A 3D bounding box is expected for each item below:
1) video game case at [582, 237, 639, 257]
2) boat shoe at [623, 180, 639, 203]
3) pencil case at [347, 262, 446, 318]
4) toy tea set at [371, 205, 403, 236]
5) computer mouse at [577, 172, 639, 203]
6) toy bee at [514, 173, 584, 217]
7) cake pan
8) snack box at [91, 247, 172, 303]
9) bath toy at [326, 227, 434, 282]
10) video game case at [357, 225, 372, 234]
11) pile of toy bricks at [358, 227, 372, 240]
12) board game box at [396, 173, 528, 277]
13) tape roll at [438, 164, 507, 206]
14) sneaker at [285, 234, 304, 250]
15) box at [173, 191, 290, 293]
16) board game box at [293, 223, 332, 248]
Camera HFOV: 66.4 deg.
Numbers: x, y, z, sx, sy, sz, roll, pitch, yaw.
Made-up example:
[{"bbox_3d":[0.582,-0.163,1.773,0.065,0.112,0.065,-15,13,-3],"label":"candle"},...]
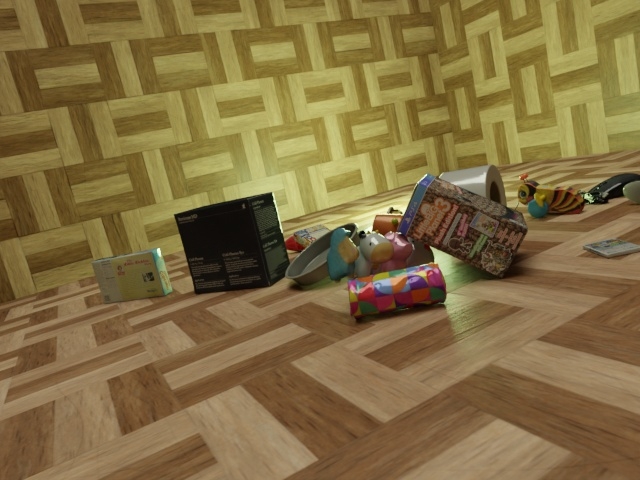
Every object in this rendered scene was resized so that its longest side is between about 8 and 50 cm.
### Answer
[{"bbox_3d":[0.736,0.018,1.235,0.087,0.011,0.122,-13,10,4],"label":"video game case"},{"bbox_3d":[1.108,-0.159,1.580,0.070,0.078,0.219,-21,20,-35],"label":"boat shoe"},{"bbox_3d":[0.176,0.119,1.156,0.236,0.104,0.104,-11,10,9],"label":"pencil case"},{"bbox_3d":[0.250,-0.003,1.559,0.124,0.200,0.336,12,17,19],"label":"toy tea set"},{"bbox_3d":[1.103,-0.204,1.835,0.272,0.072,0.188,-14,9,-5],"label":"computer mouse"},{"bbox_3d":[0.784,-0.164,1.777,0.298,0.162,0.195,-9,12,22],"label":"toy bee"},{"bbox_3d":[0.014,0.050,1.622,0.293,0.054,0.293,-34,14,10],"label":"cake pan"},{"bbox_3d":[-0.772,0.147,1.994,0.322,0.187,0.060,-9,10,22],"label":"snack box"},{"bbox_3d":[0.176,0.032,1.294,0.348,0.129,0.151,1,-16,-40],"label":"bath toy"},{"bbox_3d":[0.327,-0.047,2.086,0.300,0.036,0.329,-21,13,-41],"label":"video game case"},{"bbox_3d":[0.161,0.029,1.732,0.105,0.118,0.212,-45,1,32],"label":"pile of toy bricks"},{"bbox_3d":[0.381,-0.051,1.319,0.291,0.141,0.232,25,20,11],"label":"board game box"},{"bbox_3d":[0.513,-0.123,1.654,0.169,0.246,0.246,-6,12,34],"label":"tape roll"},{"bbox_3d":[-0.065,0.010,2.143,0.221,0.087,0.128,-12,8,14],"label":"sneaker"},{"bbox_3d":[-0.320,0.010,1.802,0.343,0.313,0.179,-8,11,26],"label":"box"},{"bbox_3d":[0.000,0.000,2.023,0.146,0.045,0.193,-18,33,-30],"label":"board game box"}]
